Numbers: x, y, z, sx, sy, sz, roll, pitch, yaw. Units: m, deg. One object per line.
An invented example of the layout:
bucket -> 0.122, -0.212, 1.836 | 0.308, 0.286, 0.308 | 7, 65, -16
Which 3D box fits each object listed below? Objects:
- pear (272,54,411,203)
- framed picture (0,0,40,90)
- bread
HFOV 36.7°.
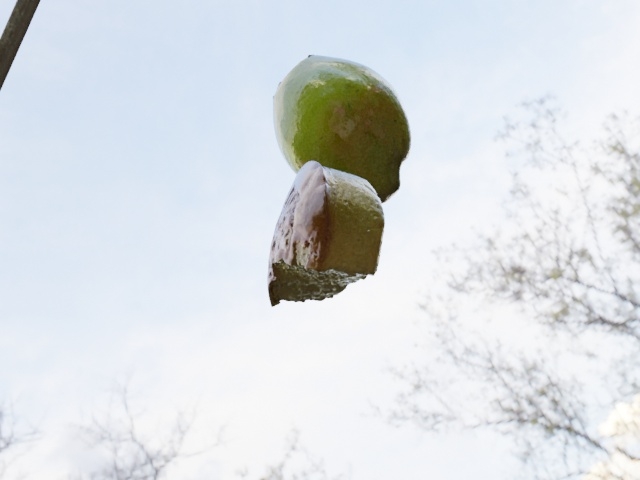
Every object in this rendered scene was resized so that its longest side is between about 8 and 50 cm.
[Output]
pear -> 0.038, -0.152, 1.373 | 0.187, 0.219, 0.187 | -41, -14, -12
framed picture -> -0.235, -0.136, 0.718 | 0.015, 0.203, 0.150 | 24, -22, -21
bread -> 0.000, -0.009, 0.906 | 0.086, 0.125, 0.156 | 12, -22, -16
